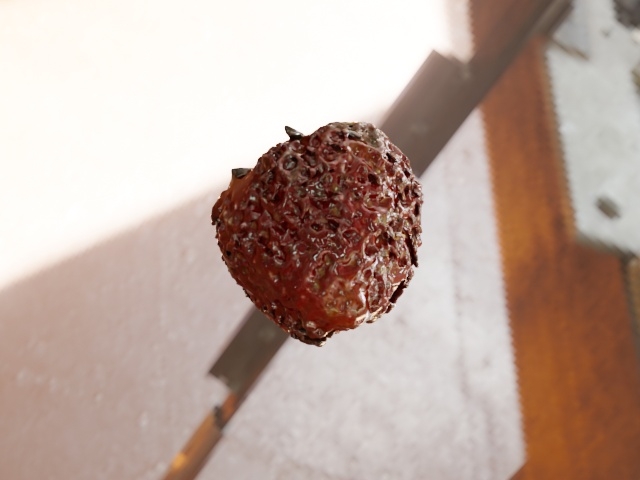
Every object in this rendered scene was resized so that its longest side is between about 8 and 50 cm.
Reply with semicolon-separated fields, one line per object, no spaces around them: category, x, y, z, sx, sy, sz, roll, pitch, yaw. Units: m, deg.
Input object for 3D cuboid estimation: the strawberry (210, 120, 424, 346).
strawberry;0.000;0.000;1.712;0.186;0.184;0.201;0;43;-5
